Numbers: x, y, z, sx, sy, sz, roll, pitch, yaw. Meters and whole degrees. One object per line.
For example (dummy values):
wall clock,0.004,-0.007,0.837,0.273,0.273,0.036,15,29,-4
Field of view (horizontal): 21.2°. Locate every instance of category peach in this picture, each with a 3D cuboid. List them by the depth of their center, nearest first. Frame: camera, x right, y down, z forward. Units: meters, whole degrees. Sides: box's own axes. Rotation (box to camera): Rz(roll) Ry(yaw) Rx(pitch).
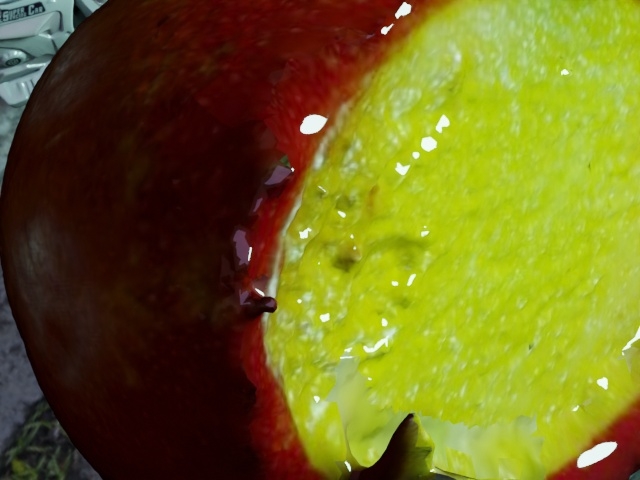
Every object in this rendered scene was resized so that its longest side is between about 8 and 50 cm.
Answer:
peach,0.017,0.004,0.891,0.310,0.406,0.335,1,98,42

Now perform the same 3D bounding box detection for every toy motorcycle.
toy motorcycle,-0.218,-0.154,1.180,0.254,0.112,0.112,-22,78,10
